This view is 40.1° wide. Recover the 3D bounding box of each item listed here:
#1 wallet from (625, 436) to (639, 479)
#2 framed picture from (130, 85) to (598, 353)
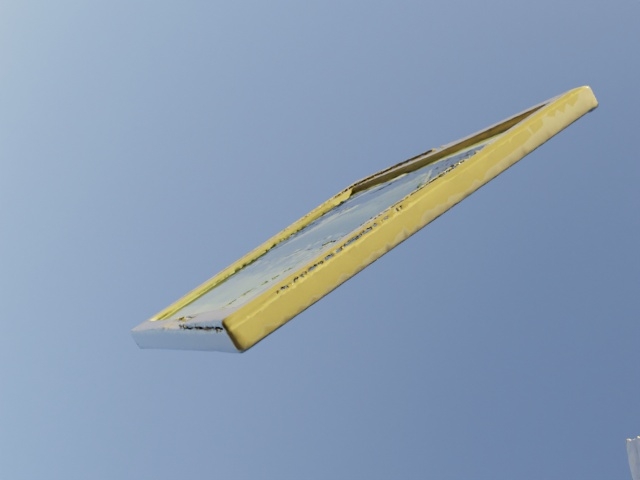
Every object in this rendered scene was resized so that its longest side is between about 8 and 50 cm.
[{"bbox_3d":[0.226,0.176,0.599,0.011,0.044,0.083,-6,-104,1],"label":"wallet"},{"bbox_3d":[0.000,0.000,0.596,0.247,0.022,0.335,-34,-174,-19],"label":"framed picture"}]
